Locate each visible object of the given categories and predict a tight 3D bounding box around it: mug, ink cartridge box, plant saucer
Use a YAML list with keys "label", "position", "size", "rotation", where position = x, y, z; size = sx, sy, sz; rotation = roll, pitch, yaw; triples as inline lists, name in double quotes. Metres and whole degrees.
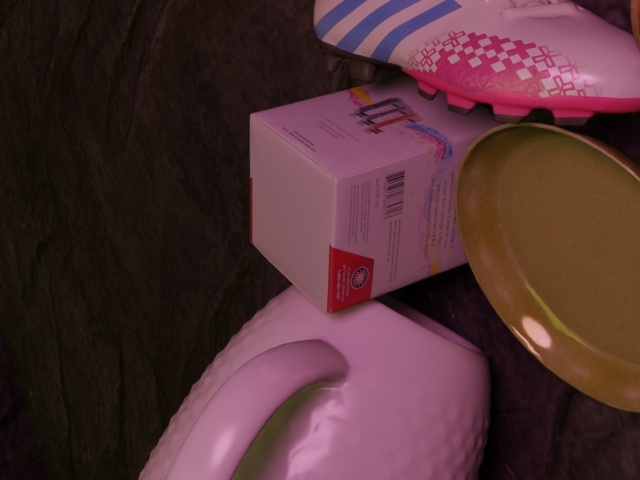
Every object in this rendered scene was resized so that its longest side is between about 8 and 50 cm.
- label: "mug"
  position: [-0.020, 0.197, 0.921]
  size: [0.276, 0.374, 0.328]
  rotation: [30, 92, 25]
- label: "ink cartridge box"
  position: [0.048, -0.045, 0.894]
  size: [0.127, 0.176, 0.128]
  rotation: [40, 138, 45]
- label: "plant saucer"
  position: [0.196, 0.016, 0.789]
  size: [0.241, 0.037, 0.241]
  rotation: [41, 149, 31]

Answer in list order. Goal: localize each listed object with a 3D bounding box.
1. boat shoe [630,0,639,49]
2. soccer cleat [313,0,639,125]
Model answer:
- label: "boat shoe"
  position: [0.232, -0.188, 0.609]
  size: [0.073, 0.073, 0.207]
  rotation: [42, 140, 42]
- label: "soccer cleat"
  position: [0.105, -0.174, 0.787]
  size: [0.331, 0.116, 0.143]
  rotation: [24, 117, 48]
